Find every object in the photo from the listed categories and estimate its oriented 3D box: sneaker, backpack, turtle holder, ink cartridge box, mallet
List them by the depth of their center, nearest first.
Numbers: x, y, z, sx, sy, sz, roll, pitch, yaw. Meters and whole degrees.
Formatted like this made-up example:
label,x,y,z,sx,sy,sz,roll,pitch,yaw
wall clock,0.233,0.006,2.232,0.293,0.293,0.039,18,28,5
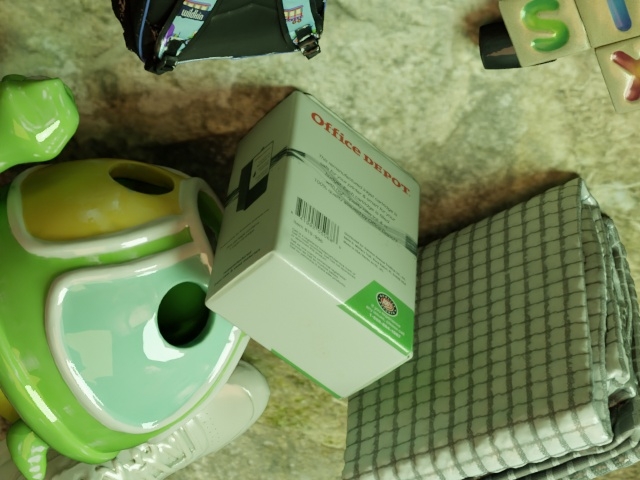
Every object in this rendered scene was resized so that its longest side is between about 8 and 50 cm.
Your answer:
label,x,y,z,sx,sy,sz,roll,pitch,yaw
backpack,-0.068,-0.220,1.020,0.158,0.117,0.173,-10,138,-23
mallet,0.132,-0.214,1.091,0.062,0.039,0.189,-13,123,17
ink cartridge box,0.000,0.000,1.165,0.153,0.208,0.087,37,126,-24
turtle holder,-0.190,0.020,1.201,0.227,0.243,0.320,-23,91,11
sneaker,-0.183,0.219,1.381,0.305,0.152,0.114,-26,122,6

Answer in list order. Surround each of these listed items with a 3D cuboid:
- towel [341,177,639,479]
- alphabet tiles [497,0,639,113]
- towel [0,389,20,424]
label,x,y,z,sx,sy,sz,roll,pitch,yaw
towel,0.152,0.105,1.193,0.235,0.283,0.121,-23,126,22
alphabet tiles,0.233,-0.257,0.984,0.285,0.011,0.342,-12,114,28
towel,-0.310,0.134,1.423,0.102,0.021,0.237,-26,125,29
